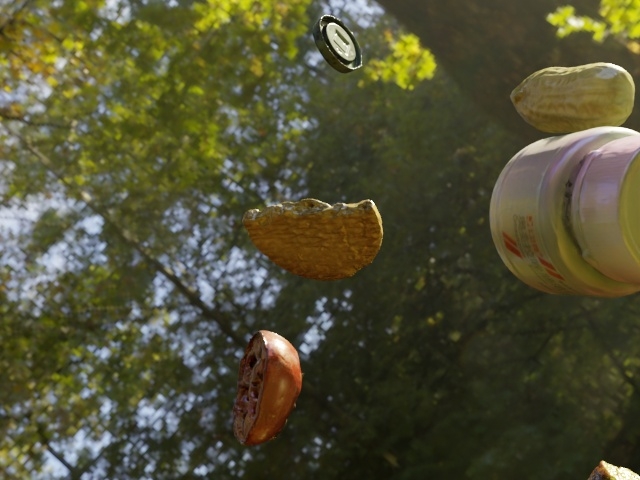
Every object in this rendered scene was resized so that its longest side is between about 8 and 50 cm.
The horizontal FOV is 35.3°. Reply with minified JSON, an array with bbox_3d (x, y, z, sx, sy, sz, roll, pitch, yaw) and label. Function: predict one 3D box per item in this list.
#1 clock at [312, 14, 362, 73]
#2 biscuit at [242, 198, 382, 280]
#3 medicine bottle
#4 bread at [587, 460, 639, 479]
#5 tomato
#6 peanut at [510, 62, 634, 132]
[{"bbox_3d":[0.023,-0.263,1.353,0.017,0.085,0.085,-30,-1,33],"label":"clock"},{"bbox_3d":[0.000,-0.001,1.536,0.144,0.224,0.033,66,-147,-31],"label":"biscuit"},{"bbox_3d":[0.407,-0.040,1.419,0.241,0.241,0.302,-48,14,-15],"label":"medicine bottle"},{"bbox_3d":[0.416,0.422,1.472,0.172,0.103,0.132,-64,12,7],"label":"bread"},{"bbox_3d":[-0.095,0.278,1.922,0.228,0.101,0.228,-169,90,-71],"label":"tomato"},{"bbox_3d":[0.528,-0.293,2.101,0.152,0.152,0.313,-46,26,-23],"label":"peanut"}]
